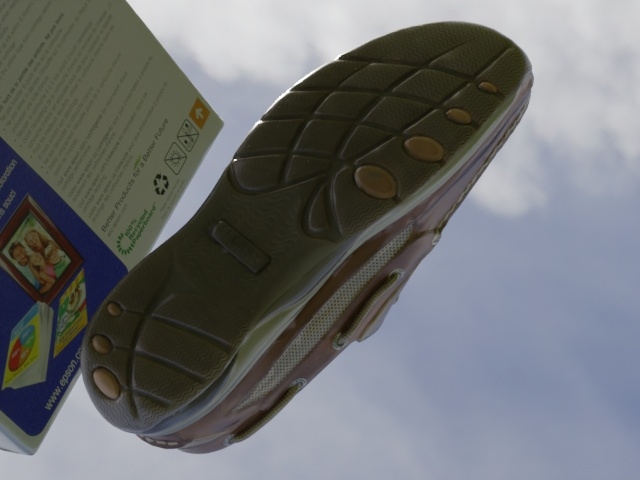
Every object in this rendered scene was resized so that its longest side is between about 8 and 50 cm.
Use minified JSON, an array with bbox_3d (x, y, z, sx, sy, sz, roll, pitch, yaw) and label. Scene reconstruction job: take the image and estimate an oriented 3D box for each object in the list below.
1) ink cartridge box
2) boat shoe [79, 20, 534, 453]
[{"bbox_3d":[-0.226,-0.064,1.284,0.307,0.072,0.303,50,-123,-37],"label":"ink cartridge box"},{"bbox_3d":[0.000,0.000,1.136,0.324,0.116,0.123,-42,-126,-3],"label":"boat shoe"}]
